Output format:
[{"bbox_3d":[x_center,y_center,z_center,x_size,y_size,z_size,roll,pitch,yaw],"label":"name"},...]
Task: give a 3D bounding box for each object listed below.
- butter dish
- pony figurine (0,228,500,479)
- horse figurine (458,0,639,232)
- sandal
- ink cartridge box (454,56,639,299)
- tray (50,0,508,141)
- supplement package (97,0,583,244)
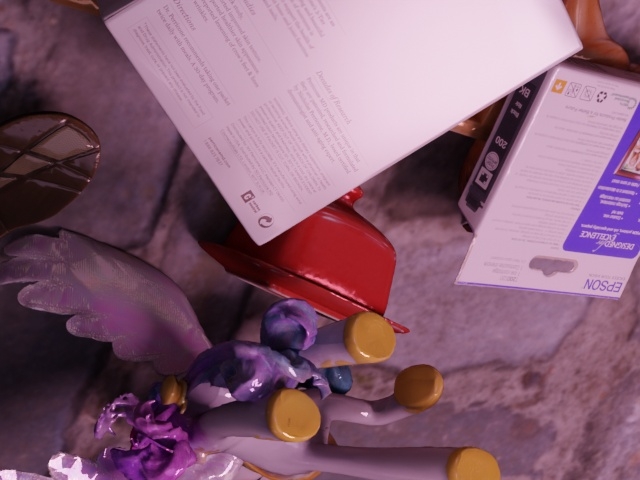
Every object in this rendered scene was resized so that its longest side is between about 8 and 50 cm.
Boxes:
[{"bbox_3d":[0.000,0.000,1.222,0.160,0.160,0.118,25,86,-26],"label":"butter dish"},{"bbox_3d":[-0.088,0.148,1.164,0.351,0.303,0.363,22,154,-34],"label":"pony figurine"},{"bbox_3d":[0.209,-0.110,1.251,0.263,0.066,0.174,-46,127,8],"label":"horse figurine"},{"bbox_3d":[-0.269,-0.037,1.167,0.090,0.060,0.219,36,118,-23],"label":"sandal"},{"bbox_3d":[0.223,-0.051,1.226,0.206,0.045,0.208,7,116,-35],"label":"ink cartridge box"},{"bbox_3d":[-0.009,-0.235,1.117,0.411,0.076,0.203,16,113,-22],"label":"tray"},{"bbox_3d":[0.001,-0.176,0.993,0.262,0.198,0.199,-31,121,3],"label":"supplement package"}]
